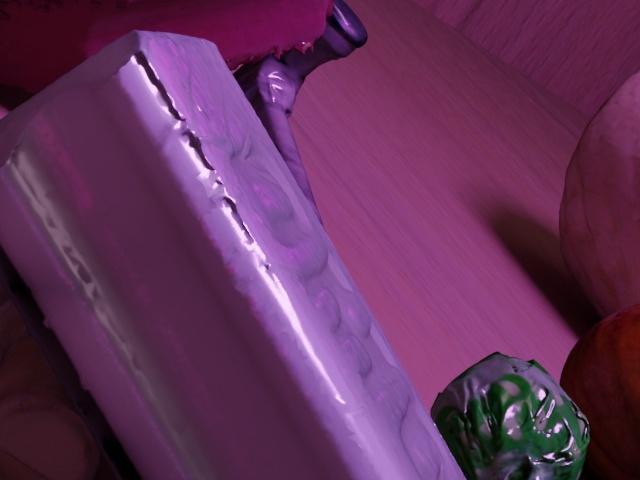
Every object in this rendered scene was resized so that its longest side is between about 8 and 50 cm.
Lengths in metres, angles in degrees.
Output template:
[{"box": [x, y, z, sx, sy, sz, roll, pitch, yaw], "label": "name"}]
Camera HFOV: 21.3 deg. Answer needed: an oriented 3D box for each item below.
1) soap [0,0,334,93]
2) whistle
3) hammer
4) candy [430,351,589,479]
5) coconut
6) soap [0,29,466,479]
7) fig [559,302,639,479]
[{"box": [-0.104, -0.184, 1.024, 0.289, 0.112, 0.182, -15, 49, -22], "label": "soap"}, {"box": [-0.104, 0.028, 0.725, 0.126, 0.067, 0.258, 38, 16, -15], "label": "whistle"}, {"box": [0.001, 0.001, 0.970, 0.044, 0.152, 0.427, 41, 16, -33], "label": "hammer"}, {"box": [0.110, 0.164, 0.839, 0.097, 0.097, 0.323, 33, 22, -20], "label": "candy"}, {"box": [0.431, 0.005, 1.594, 0.415, 0.344, 0.415, 36, 10, -7], "label": "coconut"}, {"box": [-0.023, 0.049, 0.642, 0.261, 0.094, 0.150, 59, 15, 1], "label": "soap"}, {"box": [0.246, 0.125, 1.134, 0.148, 0.149, 0.202, 33, 17, -44], "label": "fig"}]
